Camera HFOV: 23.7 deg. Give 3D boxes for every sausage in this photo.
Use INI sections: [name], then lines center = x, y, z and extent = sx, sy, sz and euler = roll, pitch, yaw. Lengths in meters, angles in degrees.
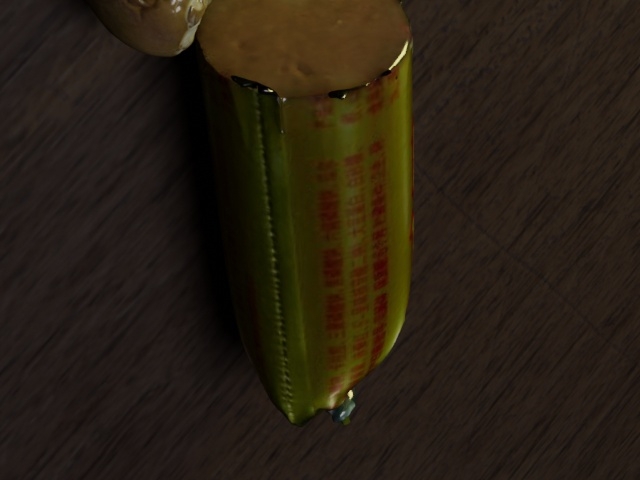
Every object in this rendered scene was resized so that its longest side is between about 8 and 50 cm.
[sausage]
center = 0.000, 0.001, 0.900
extent = 0.117, 0.125, 0.317
euler = -4, 129, 2

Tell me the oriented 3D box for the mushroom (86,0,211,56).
[mushroom]
center = -0.047, -0.191, 0.760
extent = 0.084, 0.071, 0.209
euler = 38, 82, -21
